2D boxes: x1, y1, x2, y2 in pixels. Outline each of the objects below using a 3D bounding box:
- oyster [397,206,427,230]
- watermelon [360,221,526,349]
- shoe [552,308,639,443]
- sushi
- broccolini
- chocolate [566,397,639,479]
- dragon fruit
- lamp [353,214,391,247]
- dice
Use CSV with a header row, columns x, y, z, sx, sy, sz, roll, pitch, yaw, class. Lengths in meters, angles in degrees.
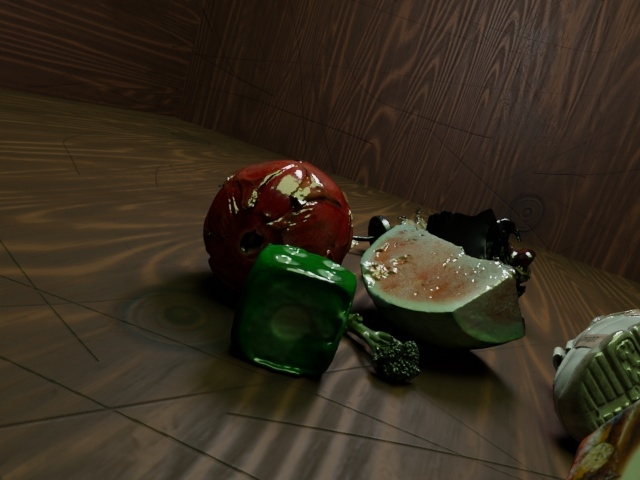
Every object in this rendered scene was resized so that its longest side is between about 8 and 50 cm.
x,y,z,sx,sy,sz,roll,pitch,yaw,class
0.305,-0.016,1.542,0.198,0.133,0.337,16,10,1,oyster
0.184,0.074,0.896,0.224,0.180,0.305,28,5,-32,watermelon
0.440,0.204,0.788,0.351,0.171,0.198,-12,-10,-30,shoe
0.357,0.064,1.193,0.213,0.215,0.227,19,-9,-20,sushi
0.055,0.140,0.775,0.216,0.058,0.067,23,-24,51,broccolini
0.319,0.247,0.454,0.147,0.221,0.221,46,13,-3,chocolate
-0.063,-0.015,0.835,0.241,0.240,0.252,27,22,35,dragon fruit
0.013,-0.035,1.272,0.372,0.108,0.130,12,11,-24,lamp
-0.032,0.083,0.667,0.129,0.130,0.120,19,14,0,dice
